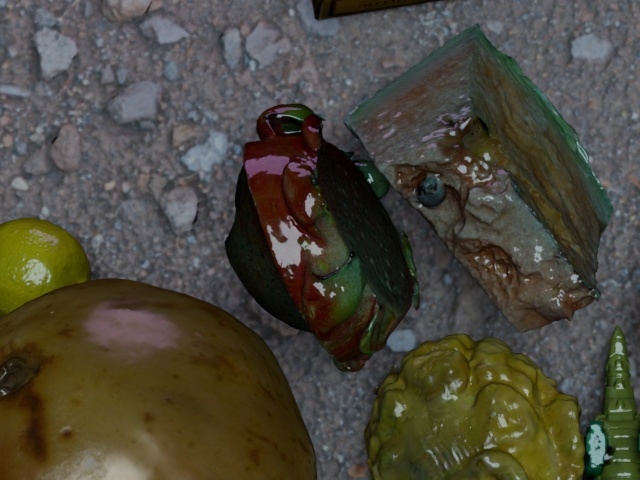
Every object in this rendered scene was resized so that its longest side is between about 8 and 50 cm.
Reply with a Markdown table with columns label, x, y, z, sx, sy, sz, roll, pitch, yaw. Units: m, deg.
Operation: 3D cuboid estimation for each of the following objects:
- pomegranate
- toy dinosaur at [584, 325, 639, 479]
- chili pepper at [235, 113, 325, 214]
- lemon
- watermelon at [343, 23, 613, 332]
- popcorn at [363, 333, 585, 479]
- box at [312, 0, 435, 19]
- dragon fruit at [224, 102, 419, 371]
| label | x | y | z | sx | sy | sz | roll | pitch | yaw |
| --- | --- | --- | --- | --- | --- | --- | --- | --- | --- |
| pomegranate | -0.173 | 0.236 | 1.647 | 0.410 | 0.410 | 0.410 | 1 | 81 | -3 |
| toy dinosaur | 0.297 | 0.209 | 1.774 | 0.094 | 0.153 | 0.259 | 0 | 81 | 5 |
| chili pepper | -0.046 | -0.068 | 1.854 | 0.050 | 0.041 | 0.153 | 31 | 97 | 21 |
| lemon | -0.284 | 0.034 | 1.790 | 0.133 | 0.109 | 0.109 | 18 | 80 | 17 |
| watermelon | 0.154 | -0.050 | 1.775 | 0.151 | 0.302 | 0.264 | -35 | 103 | 23 |
| popcorn | 0.150 | 0.210 | 1.743 | 0.250 | 0.190 | 0.250 | 3 | 96 | 33 |
| box | 0.064 | -0.398 | 1.887 | 0.193 | 0.084 | 0.301 | -10 | 82 | -5 |
| dragon fruit | 0.000 | 0.000 | 1.748 | 0.130 | 0.295 | 0.268 | -27 | 99 | 17 |
